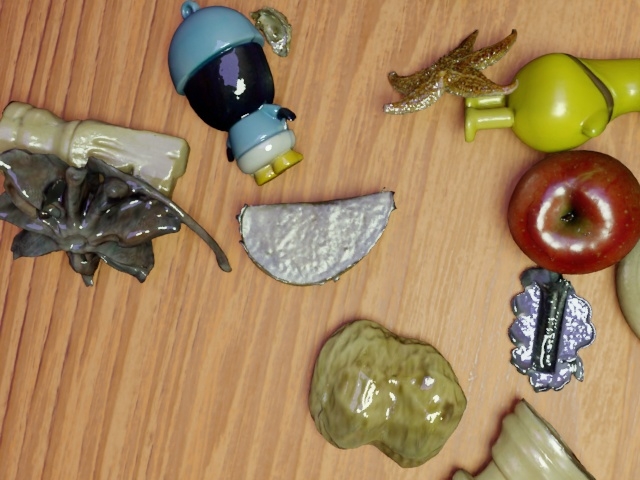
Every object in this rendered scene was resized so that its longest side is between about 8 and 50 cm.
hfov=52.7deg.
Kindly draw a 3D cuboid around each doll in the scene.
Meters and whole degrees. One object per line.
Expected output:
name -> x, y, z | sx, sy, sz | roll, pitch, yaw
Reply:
doll -> -0.140, -0.244, 1.037 | 0.177, 0.141, 0.314 | -27, 93, 37
doll -> 0.389, -0.211, 0.926 | 0.362, 0.145, 0.200 | -4, 45, 14

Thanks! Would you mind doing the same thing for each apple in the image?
apple -> 0.356, -0.040, 0.908 | 0.180, 0.168, 0.181 | 1, 95, 16

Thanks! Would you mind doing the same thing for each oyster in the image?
oyster -> -0.078, -0.354, 1.096 | 0.080, 0.038, 0.083 | 5, 115, 35

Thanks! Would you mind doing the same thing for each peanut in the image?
peanut -> 0.097, 0.229, 0.963 | 0.232, 0.110, 0.197 | 15, 83, 11

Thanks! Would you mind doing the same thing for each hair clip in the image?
hair clip -> 0.345, 0.132, 0.959 | 0.124, 0.052, 0.196 | 4, 91, 16

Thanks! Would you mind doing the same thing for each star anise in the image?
star anise -> -0.353, -0.032, 1.027 | 0.315, 0.359, 0.139 | -13, 46, 28

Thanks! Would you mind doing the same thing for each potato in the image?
potato -> 0.000, 0.000, 1.008 | 0.243, 0.098, 0.138 | -6, 87, 4

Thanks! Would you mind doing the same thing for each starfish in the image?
starfish -> 0.198, -0.251, 0.966 | 0.227, 0.043, 0.240 | -46, 41, -13

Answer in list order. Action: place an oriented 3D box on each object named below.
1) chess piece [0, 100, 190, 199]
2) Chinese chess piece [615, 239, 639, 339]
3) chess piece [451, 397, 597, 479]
chess piece -> -0.376, -0.144, 1.090 | 0.300, 0.137, 0.137 | 9, 87, 0
Chinese chess piece -> 0.547, 0.062, 0.902 | 0.249, 0.103, 0.250 | -1, 84, 8
chess piece -> 0.229, 0.385, 0.932 | 0.307, 0.124, 0.139 | -43, 109, 8
